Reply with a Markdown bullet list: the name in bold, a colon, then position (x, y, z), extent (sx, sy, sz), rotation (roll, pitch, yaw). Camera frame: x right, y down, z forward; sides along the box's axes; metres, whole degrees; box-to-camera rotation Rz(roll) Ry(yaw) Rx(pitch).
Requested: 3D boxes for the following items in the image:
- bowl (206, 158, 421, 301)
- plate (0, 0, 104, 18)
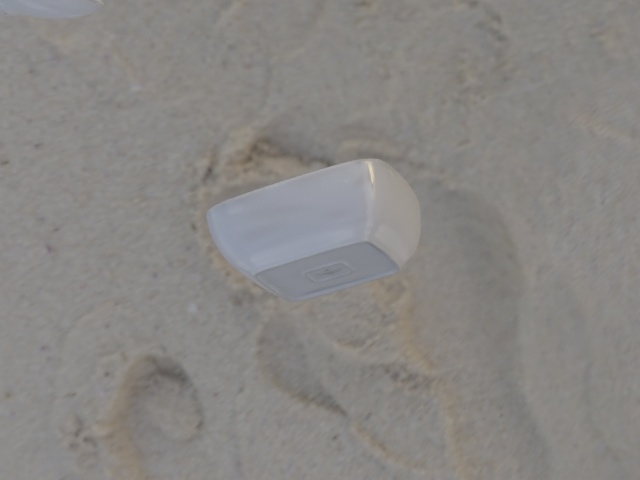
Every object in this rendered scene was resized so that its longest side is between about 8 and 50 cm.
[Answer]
- **bowl**: position (0.000, 0.000, 1.084), extent (0.142, 0.142, 0.053), rotation (-16, 70, 13)
- **plate**: position (-0.334, -0.240, 1.119), extent (0.277, 0.278, 0.045), rotation (25, 89, 49)
